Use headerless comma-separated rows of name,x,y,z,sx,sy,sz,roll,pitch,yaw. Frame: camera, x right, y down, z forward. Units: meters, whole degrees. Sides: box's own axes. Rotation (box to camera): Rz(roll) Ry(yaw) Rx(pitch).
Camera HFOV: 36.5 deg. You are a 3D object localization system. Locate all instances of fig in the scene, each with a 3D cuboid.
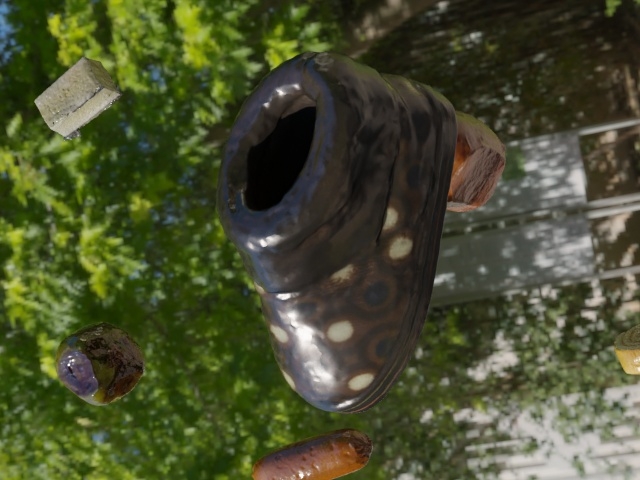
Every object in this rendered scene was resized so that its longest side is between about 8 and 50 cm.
fig,-0.395,0.216,1.727,0.166,0.154,0.144,-169,75,-66

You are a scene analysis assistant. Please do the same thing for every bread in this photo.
bread,0.672,0.216,2.005,0.149,0.122,0.073,-36,-73,-58

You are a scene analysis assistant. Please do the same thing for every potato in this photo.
potato,-0.383,-0.223,1.529,0.086,0.122,0.061,55,-172,20

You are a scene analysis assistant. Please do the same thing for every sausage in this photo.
sausage,0.187,-0.125,1.483,0.268,0.141,0.153,-1,-66,-63
sausage,-0.012,0.343,1.509,0.076,0.198,0.076,55,-158,-36

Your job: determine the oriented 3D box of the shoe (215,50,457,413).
shoe,0.000,0.000,1.019,0.237,0.171,0.383,6,-79,-42
